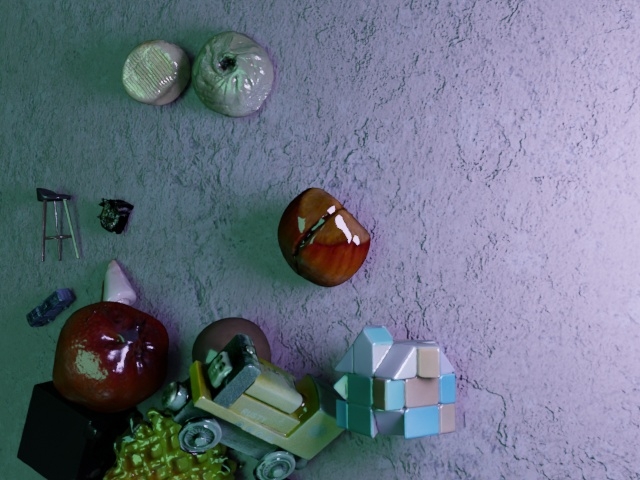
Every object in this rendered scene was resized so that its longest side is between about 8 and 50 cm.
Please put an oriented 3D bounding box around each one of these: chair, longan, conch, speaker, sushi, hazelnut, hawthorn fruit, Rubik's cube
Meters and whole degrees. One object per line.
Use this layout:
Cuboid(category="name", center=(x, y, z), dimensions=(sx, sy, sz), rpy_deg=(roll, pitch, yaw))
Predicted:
Cuboid(category="chair", center=(-0.756, -0.049, 2.111), dimensions=(0.095, 0.104, 0.221), rpy_deg=(-9, 89, 5))
Cuboid(category="longan", center=(-0.208, 0.280, 1.716), dimensions=(0.198, 0.198, 0.212), rpy_deg=(17, 122, 30))
Cuboid(category="conch", center=(-0.564, 0.134, 1.990), dimensions=(0.176, 0.094, 0.104), rpy_deg=(54, 150, 24))
Cuboid(category="speaker", center=(-0.650, 0.522, 1.984), dimensions=(0.254, 0.184, 0.232), rpy_deg=(22, 101, 26))
Cuboid(category="sushi", center=(-0.571, -0.070, 2.019), dimensions=(0.085, 0.056, 0.083), rpy_deg=(24, 109, 28))
Cuboid(category="hazelnut", center=(-0.002, 0.001, 1.609), dimensions=(0.181, 0.181, 0.212), rpy_deg=(-45, 78, 2))
Cuboid(category="hawthorn fruit", center=(-0.530, 0.306, 1.861), dimensions=(0.295, 0.295, 0.311), rpy_deg=(45, 137, 23))
Cuboid(category="Rubik's cube", center=(0.150, 0.280, 1.495), dimensions=(0.265, 0.224, 0.213), rpy_deg=(-6, 84, 57))

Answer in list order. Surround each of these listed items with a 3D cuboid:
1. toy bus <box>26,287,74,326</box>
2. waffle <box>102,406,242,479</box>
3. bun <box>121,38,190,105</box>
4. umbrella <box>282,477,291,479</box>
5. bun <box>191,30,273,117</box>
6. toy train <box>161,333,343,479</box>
Cuboid(category="toy bus", center=(-0.791, 0.197, 2.137), dimensions=(0.166, 0.065, 0.047), rpy_deg=(-36, 73, 24))
Cuboid(category="waffle", center=(-0.387, 0.629, 1.841), dimensions=(0.380, 0.095, 0.382), rpy_deg=(22, 84, 27))
Cuboid(category="bun", center=(-0.425, -0.438, 1.911), dimensions=(0.164, 0.111, 0.188), rpy_deg=(47, 109, 4))
Cuboid(category="umbrella", center=(-0.076, 0.630, 1.699), dimensions=(0.118, 0.118, 0.340), rpy_deg=(-31, 65, 27))
Cuboid(category="bun", center=(-0.225, -0.407, 1.784), dimensions=(0.221, 0.108, 0.221), rpy_deg=(0, 90, 31))
Cuboid(category="toy train", center=(-0.138, 0.368, 1.587), dimensions=(0.253, 0.397, 0.160), rpy_deg=(-45, 32, 16))
